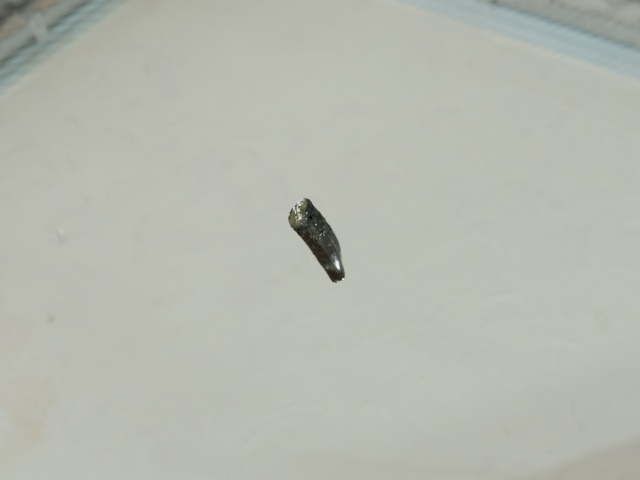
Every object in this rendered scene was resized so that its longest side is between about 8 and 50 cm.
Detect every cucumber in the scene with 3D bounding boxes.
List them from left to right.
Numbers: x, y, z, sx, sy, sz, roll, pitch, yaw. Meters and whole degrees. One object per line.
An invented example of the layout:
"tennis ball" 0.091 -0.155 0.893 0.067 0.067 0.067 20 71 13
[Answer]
"cucumber" 0.002 0.000 1.649 0.034 0.135 0.033 -14 -126 20
